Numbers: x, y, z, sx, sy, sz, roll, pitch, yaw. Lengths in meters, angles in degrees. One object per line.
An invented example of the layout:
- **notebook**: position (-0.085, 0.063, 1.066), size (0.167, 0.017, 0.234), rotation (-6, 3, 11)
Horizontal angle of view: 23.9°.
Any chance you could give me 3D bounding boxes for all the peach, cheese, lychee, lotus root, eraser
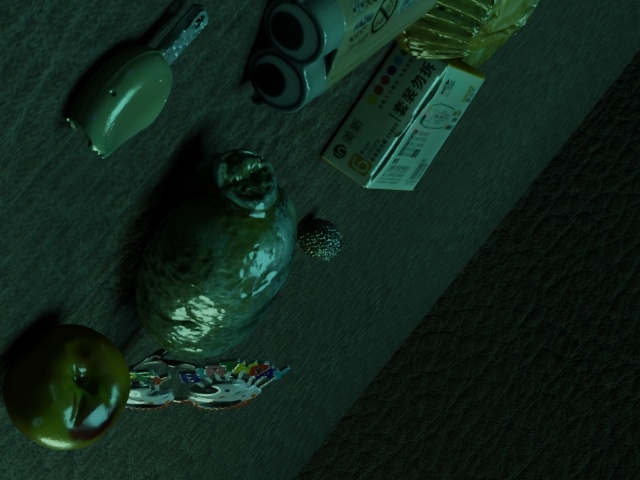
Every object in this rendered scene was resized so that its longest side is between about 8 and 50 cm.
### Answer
- **peach**: position (-0.275, 0.163, 1.634), size (0.138, 0.138, 0.138), rotation (-49, 167, -16)
- **cheese**: position (-0.162, -0.146, 1.385), size (0.171, 0.047, 0.092), rotation (-45, 166, -33)
- **lychee**: position (0.000, 0.000, 2.292), size (0.067, 0.068, 0.083), rotation (-14, 148, 7)
- **lotus root**: position (-0.125, 0.041, 1.759), size (0.175, 0.175, 0.349), rotation (-44, 169, -35)
- **eraser**: position (0.042, -0.267, 1.709), size (0.290, 0.087, 0.171), rotation (-42, 160, -43)

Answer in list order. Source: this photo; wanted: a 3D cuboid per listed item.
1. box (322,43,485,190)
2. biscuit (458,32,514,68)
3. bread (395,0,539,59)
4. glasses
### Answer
- **box**: position (0.128, -0.182, 2.212), size (0.220, 0.091, 0.274), rotation (-56, 167, 9)
- **biscuit**: position (0.296, -0.376, 2.405), size (0.309, 0.040, 0.204), rotation (-47, 165, -25)
- **bread**: position (0.188, -0.327, 1.938), size (0.240, 0.139, 0.240), rotation (-46, 163, -19)
- **glasses**: position (-0.168, 0.157, 1.889), size (0.162, 0.255, 0.095), rotation (109, -24, -74)
